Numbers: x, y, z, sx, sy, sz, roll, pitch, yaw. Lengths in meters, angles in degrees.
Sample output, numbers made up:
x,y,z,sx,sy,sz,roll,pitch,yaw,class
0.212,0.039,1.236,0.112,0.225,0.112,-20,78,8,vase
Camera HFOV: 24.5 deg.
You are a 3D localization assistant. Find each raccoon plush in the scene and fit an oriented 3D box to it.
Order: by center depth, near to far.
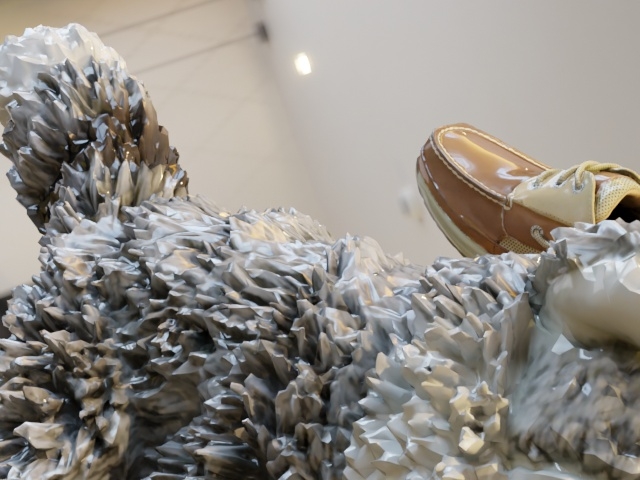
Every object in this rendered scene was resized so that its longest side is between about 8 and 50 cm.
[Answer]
x,y,z,sx,sy,sz,roll,pitch,yaw,class
0.000,0.000,0.577,0.216,0.299,0.446,11,46,-56,raccoon plush

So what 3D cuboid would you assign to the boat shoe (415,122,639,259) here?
x,y,z,sx,sy,sz,roll,pitch,yaw,class
0.214,-0.005,1.144,0.324,0.122,0.120,40,-49,29,boat shoe
